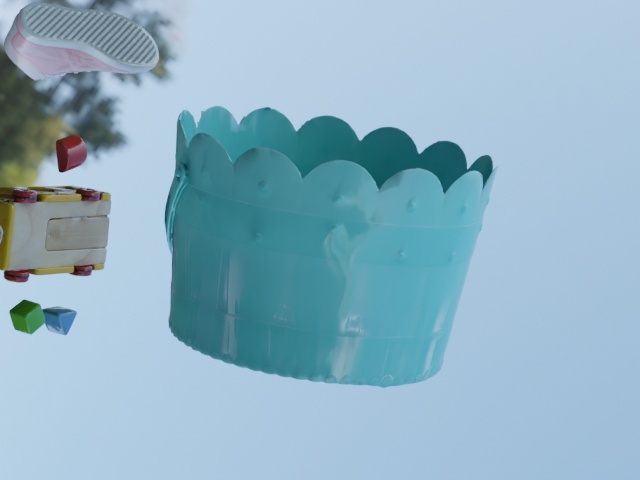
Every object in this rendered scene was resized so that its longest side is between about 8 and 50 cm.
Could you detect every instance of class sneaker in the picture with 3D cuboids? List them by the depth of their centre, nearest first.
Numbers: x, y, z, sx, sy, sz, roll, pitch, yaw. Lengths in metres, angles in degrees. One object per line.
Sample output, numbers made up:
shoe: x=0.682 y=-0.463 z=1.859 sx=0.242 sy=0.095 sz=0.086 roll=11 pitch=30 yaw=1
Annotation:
sneaker: x=-0.214 y=-0.169 z=1.424 sx=0.070 sy=0.134 sz=0.051 roll=-35 pitch=-127 yaw=50

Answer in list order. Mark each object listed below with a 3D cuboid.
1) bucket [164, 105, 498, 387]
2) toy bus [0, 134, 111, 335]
bucket: x=0.000 y=0.000 z=1.365 sx=0.281 sy=0.281 sz=0.183 roll=29 pitch=-68 yaw=58
toy bus: x=-0.325 y=-0.013 z=1.789 sx=0.104 sy=0.202 sz=0.191 roll=11 pitch=-127 yaw=34
